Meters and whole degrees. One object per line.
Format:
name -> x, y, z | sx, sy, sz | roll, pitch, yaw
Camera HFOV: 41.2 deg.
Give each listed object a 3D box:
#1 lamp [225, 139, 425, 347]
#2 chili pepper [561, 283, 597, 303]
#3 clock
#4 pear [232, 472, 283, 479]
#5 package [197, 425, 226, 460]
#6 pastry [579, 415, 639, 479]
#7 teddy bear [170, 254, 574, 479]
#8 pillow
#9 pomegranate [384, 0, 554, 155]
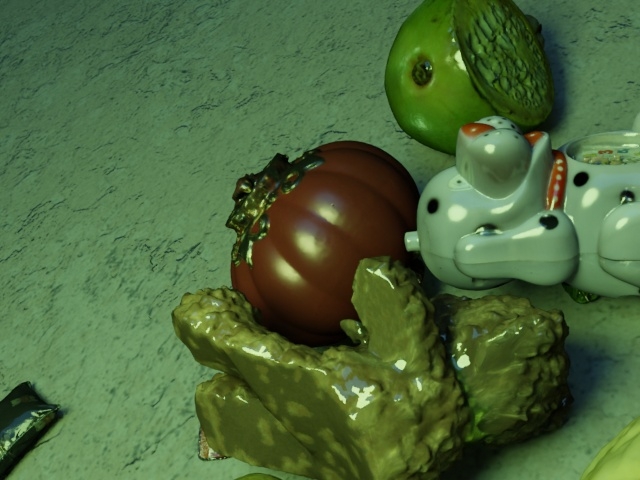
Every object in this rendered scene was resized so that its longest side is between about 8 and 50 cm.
lamp -> 0.000, 0.000, 0.874 | 0.227, 0.227, 0.226 | -15, 46, 16
chili pepper -> 0.256, 0.027, 0.850 | 0.030, 0.034, 0.091 | 10, 48, -6
clock -> 0.203, -0.024, 0.771 | 0.254, 0.188, 0.188 | -1, 49, 4
pear -> -0.024, 0.298, 0.636 | 0.229, 0.188, 0.211 | 13, 74, 29
package -> -0.080, 0.183, 0.885 | 0.111, 0.033, 0.077 | -23, 66, 28
pastry -> 0.278, 0.243, 0.388 | 0.312, 0.389, 0.388 | -44, 27, 46
teddy bear -> 0.047, 0.103, 0.737 | 0.296, 0.246, 0.222 | 22, 47, 31
pillow -> -0.374, 0.233, 0.985 | 0.090, 0.048, 0.150 | 26, 62, 32
pomegranate -> 0.166, -0.206, 1.000 | 0.159, 0.190, 0.240 | -23, 38, 48
